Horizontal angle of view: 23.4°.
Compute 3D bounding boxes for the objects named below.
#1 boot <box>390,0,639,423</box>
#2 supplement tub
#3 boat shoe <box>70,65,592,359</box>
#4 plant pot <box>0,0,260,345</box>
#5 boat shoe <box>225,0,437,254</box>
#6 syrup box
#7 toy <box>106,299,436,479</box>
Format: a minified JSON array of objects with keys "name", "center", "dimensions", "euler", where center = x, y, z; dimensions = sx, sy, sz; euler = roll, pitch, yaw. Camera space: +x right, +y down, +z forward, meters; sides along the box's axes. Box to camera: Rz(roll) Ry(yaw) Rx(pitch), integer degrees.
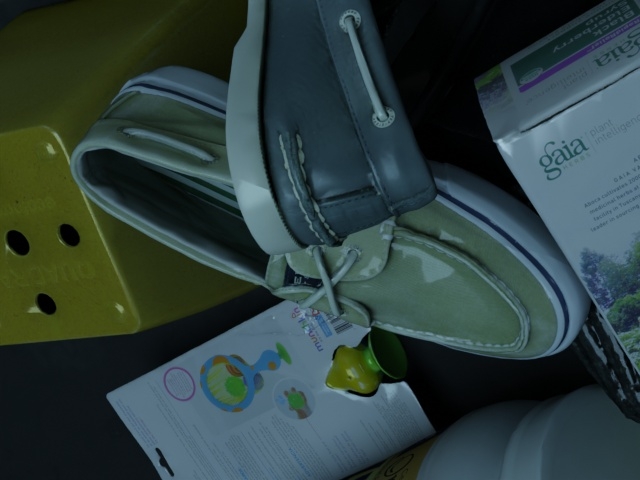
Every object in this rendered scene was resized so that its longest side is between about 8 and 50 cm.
[{"name":"boot","center":[0.190,-0.078,0.836],"dimensions":[0.260,0.131,0.348],"euler":[42,136,7]},{"name":"supplement tub","center":[0.102,0.241,1.019],"dimensions":[0.228,0.228,0.316],"euler":[51,131,-4]},{"name":"boat shoe","center":[0.000,0.000,0.865],"dimensions":[0.302,0.094,0.109],"euler":[23,132,15]},{"name":"plant pot","center":[-0.146,-0.041,1.031],"dimensions":[0.212,0.187,0.212],"euler":[-7,113,35]},{"name":"boat shoe","center":[0.018,-0.136,0.826],"dimensions":[0.099,0.319,0.116],"euler":[-10,143,19]},{"name":"syrup box","center":[0.175,0.004,0.753],"dimensions":[0.093,0.096,0.237],"euler":[-30,111,12]},{"name":"toy","center":[-0.032,0.120,1.145],"dimensions":[0.237,0.056,0.137],"euler":[-28,97,35]}]
